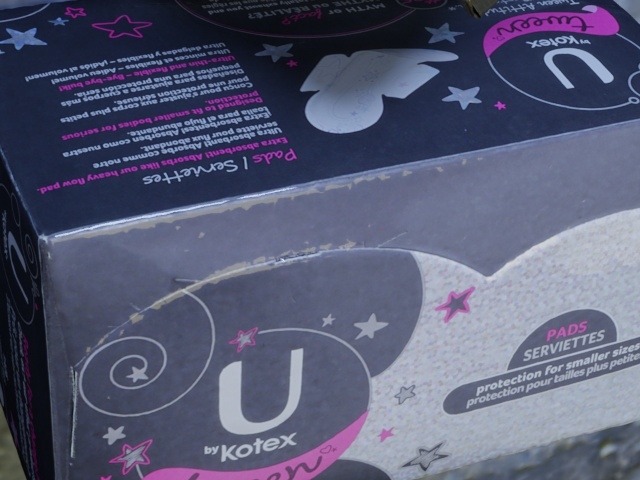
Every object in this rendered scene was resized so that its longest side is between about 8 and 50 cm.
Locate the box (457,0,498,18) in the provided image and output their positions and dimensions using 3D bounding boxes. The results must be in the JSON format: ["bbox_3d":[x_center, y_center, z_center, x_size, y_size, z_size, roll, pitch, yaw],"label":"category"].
[{"bbox_3d":[0.071,-0.208,0.456,0.231,0.183,0.056,-42,176,9],"label":"box"}]

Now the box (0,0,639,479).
[{"bbox_3d":[0.000,0.000,0.607,0.247,0.142,0.163,-11,130,-18],"label":"box"}]
